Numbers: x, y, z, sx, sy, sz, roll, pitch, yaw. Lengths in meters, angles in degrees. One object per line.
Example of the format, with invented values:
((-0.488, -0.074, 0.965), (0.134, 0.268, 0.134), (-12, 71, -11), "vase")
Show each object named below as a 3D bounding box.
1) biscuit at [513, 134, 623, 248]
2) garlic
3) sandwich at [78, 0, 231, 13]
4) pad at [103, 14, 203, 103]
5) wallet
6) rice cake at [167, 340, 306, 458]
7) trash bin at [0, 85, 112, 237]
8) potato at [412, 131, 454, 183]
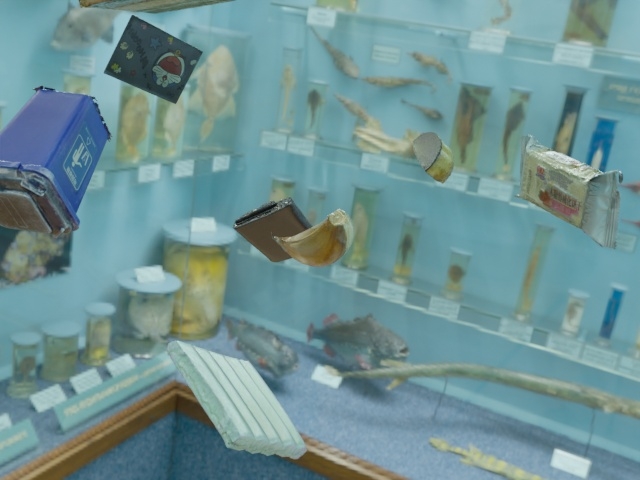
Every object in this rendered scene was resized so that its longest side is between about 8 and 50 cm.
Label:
((0.573, -0.124, 1.633), (0.079, 0.186, 0.309), (-15, 32, -19), "biscuit")
((0.000, 0.008, 1.711), (0.206, 0.115, 0.128), (-20, -12, 29), "garlic")
((-0.234, -0.403, 1.045), (0.155, 0.227, 0.198), (-11, 50, -48), "sandwich")
((-0.437, -0.471, 1.862), (0.006, 0.170, 0.245), (40, 14, 35), "pad")
((-0.110, -0.022, 1.931), (0.182, 0.229, 0.049), (-22, 52, 15), "wallet")
((-0.124, 0.240, 1.066), (0.189, 0.037, 0.198), (29, 14, -47), "rice cake")
((-0.478, -0.139, 1.200), (0.184, 0.162, 0.235), (9, 55, 11), "trash bin")
((0.264, -0.181, 1.557), (0.103, 0.066, 0.096), (28, 38, -46), "potato")
